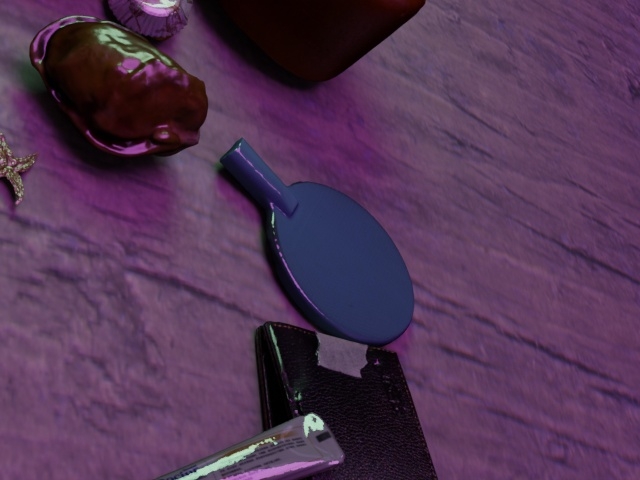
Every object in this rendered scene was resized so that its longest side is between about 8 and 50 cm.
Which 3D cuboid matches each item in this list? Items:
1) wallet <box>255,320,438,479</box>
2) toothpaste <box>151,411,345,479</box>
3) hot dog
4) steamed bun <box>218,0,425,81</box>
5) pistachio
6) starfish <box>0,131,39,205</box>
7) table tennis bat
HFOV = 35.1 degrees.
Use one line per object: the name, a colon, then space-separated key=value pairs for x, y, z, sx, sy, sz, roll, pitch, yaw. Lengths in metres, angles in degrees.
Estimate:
wallet: x=0.037 y=0.222 z=1.146 sx=0.221 sy=0.071 sz=0.262 roll=17 pitch=46 yaw=-36
toothpaste: x=-0.093 y=0.231 z=0.985 sx=0.255 sy=0.037 sz=0.067 roll=-16 pitch=53 yaw=-31
hot dog: x=-0.214 y=-0.335 z=1.298 sx=0.108 sy=0.059 sz=0.191 roll=19 pitch=52 yaw=-22
steamed bun: x=-0.041 y=-0.423 z=1.389 sx=0.248 sy=0.235 sz=0.379 roll=-2 pitch=66 yaw=-51
pistachio: x=-0.220 y=-0.172 z=1.122 sx=0.210 sy=0.130 sz=0.165 roll=29 pitch=48 yaw=-16
starfish: x=-0.320 y=-0.075 z=1.040 sx=0.086 sy=0.016 sz=0.092 roll=-8 pitch=63 yaw=-46
table tennis bat: x=0.000 y=0.000 z=1.286 sx=0.329 sy=0.044 sz=0.215 roll=45 pitch=41 yaw=-15
